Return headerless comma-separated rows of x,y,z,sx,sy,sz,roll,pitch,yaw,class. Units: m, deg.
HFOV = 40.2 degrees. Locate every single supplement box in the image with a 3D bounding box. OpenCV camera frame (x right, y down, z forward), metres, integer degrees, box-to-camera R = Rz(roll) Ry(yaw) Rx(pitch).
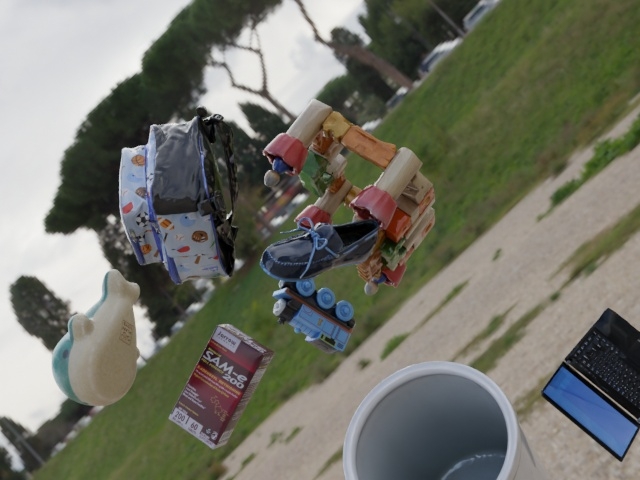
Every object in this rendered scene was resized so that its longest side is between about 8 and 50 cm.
-0.216,0.318,1.914,0.240,0.130,0.073,-62,-17,5,supplement box

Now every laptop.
0.684,0.328,2.031,0.264,0.234,0.136,-51,-13,4,laptop

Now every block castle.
0.061,-0.068,1.864,0.213,0.303,0.453,-54,-18,-12,block castle

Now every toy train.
-0.014,0.146,1.739,0.080,0.184,0.105,-24,37,59,toy train

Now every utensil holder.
0.269,0.461,1.671,0.327,0.327,0.385,-44,-45,-6,utensil holder

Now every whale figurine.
-0.454,0.198,1.777,0.216,0.141,0.272,46,-131,-55,whale figurine

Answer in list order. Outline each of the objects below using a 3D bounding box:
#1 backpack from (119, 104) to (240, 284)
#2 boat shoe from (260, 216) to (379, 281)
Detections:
-0.244,-0.052,1.561,0.213,0.277,0.263,-10,-46,6,backpack
0.000,0.000,1.572,0.258,0.109,0.089,-19,-33,-45,boat shoe
